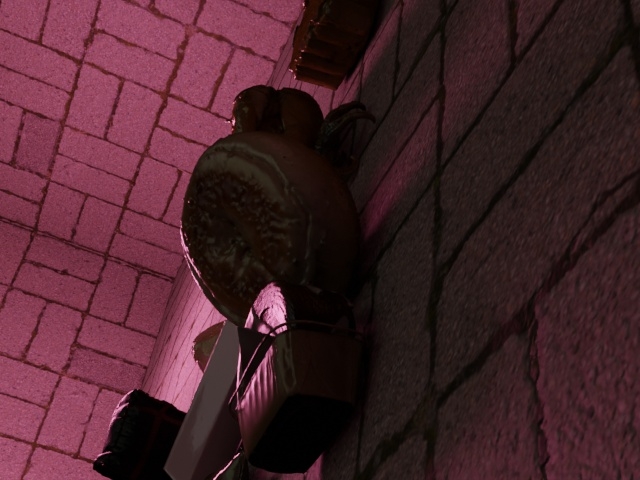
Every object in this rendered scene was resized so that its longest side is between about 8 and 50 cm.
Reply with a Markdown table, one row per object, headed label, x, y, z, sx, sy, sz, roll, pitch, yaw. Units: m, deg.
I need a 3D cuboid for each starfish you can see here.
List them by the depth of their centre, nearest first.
| label | x | y | z | sx | sy | sz | roll | pitch | yaw |
| --- | --- | --- | --- | --- | --- | --- | --- | --- | --- |
| starfish | 0.031 | -0.168 | 1.556 | 0.190 | 0.074 | 0.146 | -147 | 72 | -80 |

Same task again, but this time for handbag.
| label | x | y | z | sx | sy | sz | roll | pitch | yaw |
| --- | --- | --- | --- | --- | --- | --- | --- | --- | --- |
| handbag | -0.292 | 0.384 | 1.710 | 0.155 | 0.215 | 0.169 | -32 | 32 | 58 |

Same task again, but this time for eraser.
| label | x | y | z | sx | sy | sz | roll | pitch | yaw |
| --- | --- | --- | --- | --- | --- | --- | --- | --- | --- |
| eraser | -0.166 | 0.281 | 1.575 | 0.076 | 0.078 | 0.298 | 33 | 105 | 43 |

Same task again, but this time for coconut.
| label | x | y | z | sx | sy | sz | roll | pitch | yaw |
| --- | --- | --- | --- | --- | --- | --- | --- | --- | --- |
| coconut | -0.166 | 0.214 | 1.674 | 0.116 | 0.122 | 0.116 | -28 | 13 | 7 |

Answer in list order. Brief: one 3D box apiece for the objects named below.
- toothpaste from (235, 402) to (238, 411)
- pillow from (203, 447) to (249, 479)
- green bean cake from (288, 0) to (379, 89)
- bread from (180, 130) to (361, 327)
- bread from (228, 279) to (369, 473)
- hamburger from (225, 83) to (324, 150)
| label | x | y | z | sx | sy | sz | roll | pitch | yaw |
| --- | --- | --- | --- | --- | --- | --- | --- | --- | --- |
| toothpaste | -0.074 | 0.157 | 1.475 | 0.050 | 0.065 | 0.266 | 120 | 165 | -49 |
| pillow | -0.170 | 0.463 | 1.354 | 0.185 | 0.075 | 0.302 | 128 | 160 | -60 |
| green bean cake | 0.031 | -0.443 | 1.876 | 0.224 | 0.131 | 0.229 | 121 | 161 | -50 |
| bread | -0.065 | -0.010 | 1.312 | 0.306 | 0.159 | 0.305 | 8 | 101 | 43 |
| bread | -0.038 | 0.152 | 1.122 | 0.211 | 0.143 | 0.224 | -98 | 28 | -42 |
| hamburger | -0.089 | -0.139 | 1.717 | 0.304 | 0.174 | 0.284 | -70 | -10 | -74 |
